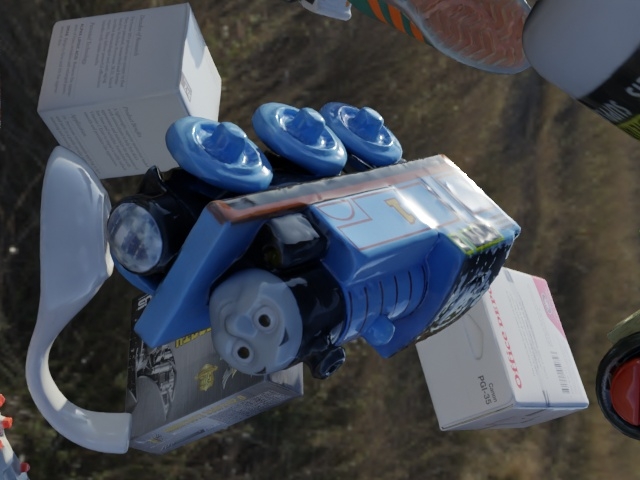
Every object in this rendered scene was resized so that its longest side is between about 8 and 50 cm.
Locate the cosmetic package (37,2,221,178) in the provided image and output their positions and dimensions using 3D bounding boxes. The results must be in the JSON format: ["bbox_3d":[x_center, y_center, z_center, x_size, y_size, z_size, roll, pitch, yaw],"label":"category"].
[{"bbox_3d":[-0.236,-0.186,1.369,0.151,0.183,0.152,70,17,-56],"label":"cosmetic package"}]

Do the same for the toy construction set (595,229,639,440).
[{"bbox_3d":[0.253,0.062,0.462,0.151,0.215,0.328,14,43,-57],"label":"toy construction set"}]

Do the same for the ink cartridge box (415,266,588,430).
[{"bbox_3d":[0.245,0.149,1.497,0.283,0.117,0.207,14,56,-56],"label":"ink cartridge box"}]

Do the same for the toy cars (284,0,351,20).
[{"bbox_3d":[-0.058,-0.399,1.453,0.087,0.176,0.394,-64,-158,18],"label":"toy cars"}]

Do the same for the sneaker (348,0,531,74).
[{"bbox_3d":[0.113,-0.283,1.213,0.108,0.302,0.121,-59,175,9],"label":"sneaker"}]

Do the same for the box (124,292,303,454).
[{"bbox_3d":[-0.118,0.110,1.158,0.056,0.231,0.183,28,49,-38],"label":"box"}]

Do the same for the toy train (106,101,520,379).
[{"bbox_3d":[0.000,0.000,0.434,0.184,0.105,0.080,-16,144,-55],"label":"toy train"}]

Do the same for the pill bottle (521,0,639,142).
[{"bbox_3d":[0.252,-0.050,0.353,0.188,0.334,0.188,-57,179,-2],"label":"pill bottle"}]

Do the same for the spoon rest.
[{"bbox_3d":[-0.214,0.055,0.917,0.137,0.084,0.277,-101,-172,-67],"label":"spoon rest"}]

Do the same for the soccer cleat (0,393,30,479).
[{"bbox_3d":[-0.290,0.196,0.906,0.068,0.076,0.196,-79,168,-54],"label":"soccer cleat"}]
